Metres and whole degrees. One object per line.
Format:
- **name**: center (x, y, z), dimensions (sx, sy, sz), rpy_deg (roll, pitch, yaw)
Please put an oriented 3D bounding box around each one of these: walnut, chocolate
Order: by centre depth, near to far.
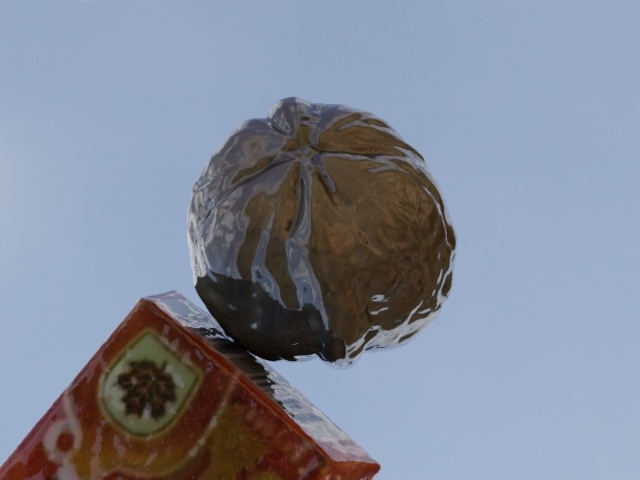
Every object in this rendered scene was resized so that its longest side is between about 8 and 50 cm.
- **walnut**: center (0.000, 0.000, 1.534), dimensions (0.224, 0.224, 0.224), rpy_deg (-11, -77, -54)
- **chocolate**: center (-0.115, 0.190, 1.534), dimensions (0.235, 0.237, 0.108), rpy_deg (-50, -16, 0)
